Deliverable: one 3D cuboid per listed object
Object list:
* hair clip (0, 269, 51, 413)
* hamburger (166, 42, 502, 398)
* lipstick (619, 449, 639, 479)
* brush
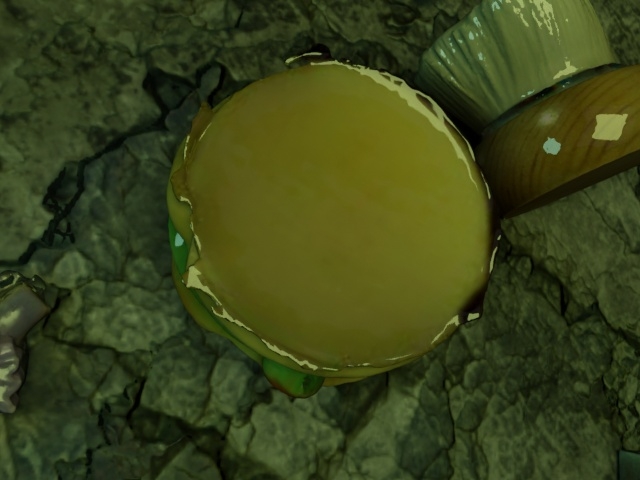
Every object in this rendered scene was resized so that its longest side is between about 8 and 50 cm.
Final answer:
[{"bbox_3d":[-0.276,0.129,0.350,0.292,0.084,0.106,-49,117,-25],"label":"hair clip"},{"bbox_3d":[0.000,0.000,0.433,0.237,0.149,0.237,5,72,-15],"label":"hamburger"},{"bbox_3d":[0.326,0.388,0.528,0.076,0.080,0.372,10,78,-20],"label":"lipstick"},{"bbox_3d":[0.234,-0.134,0.543,0.266,0.174,0.166,-15,77,-31],"label":"brush"}]
